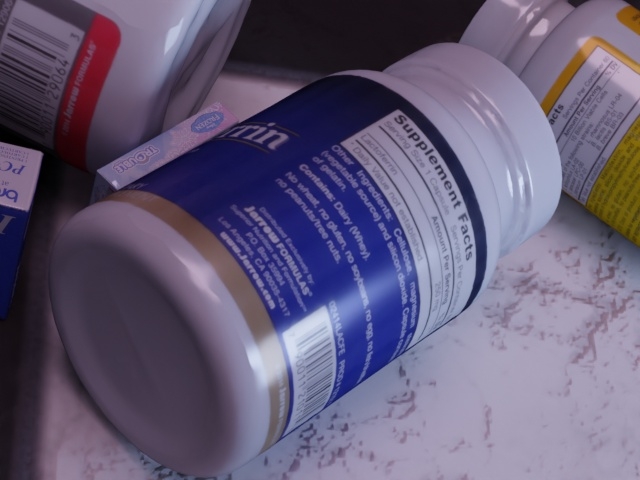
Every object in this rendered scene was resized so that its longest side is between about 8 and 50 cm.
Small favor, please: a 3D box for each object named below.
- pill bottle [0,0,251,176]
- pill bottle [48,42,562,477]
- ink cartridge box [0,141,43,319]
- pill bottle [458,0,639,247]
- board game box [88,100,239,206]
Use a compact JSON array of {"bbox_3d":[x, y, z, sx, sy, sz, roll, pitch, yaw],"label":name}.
[{"bbox_3d":[-0.205,-0.173,1.093,0.319,0.176,0.176,27,49,5],"label":"pill bottle"},{"bbox_3d":[0.000,0.000,1.035,0.265,0.153,0.153,-32,67,-36],"label":"pill bottle"},{"bbox_3d":[-0.255,-0.025,1.009,0.207,0.097,0.046,13,50,-7],"label":"ink cartridge box"},{"bbox_3d":[0.184,-0.073,1.175,0.208,0.117,0.117,37,51,13],"label":"pill bottle"},{"bbox_3d":[-0.090,-0.024,1.065,0.020,0.090,0.090,44,52,18],"label":"board game box"}]
